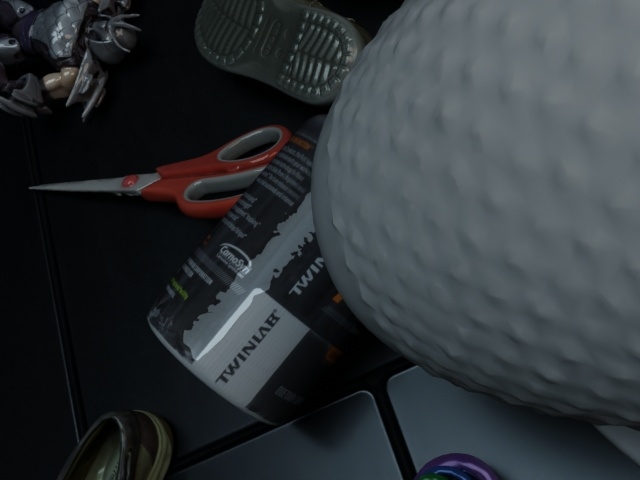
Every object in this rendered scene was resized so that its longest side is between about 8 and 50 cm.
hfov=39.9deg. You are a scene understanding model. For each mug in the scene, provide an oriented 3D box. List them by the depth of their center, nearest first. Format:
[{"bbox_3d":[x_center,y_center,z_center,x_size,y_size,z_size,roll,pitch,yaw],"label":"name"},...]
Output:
[{"bbox_3d":[0.186,-0.003,0.444,0.328,0.374,0.276,-15,23,48],"label":"mug"}]

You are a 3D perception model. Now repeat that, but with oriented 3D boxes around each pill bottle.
[{"bbox_3d":[0.000,0.000,0.633,0.130,0.130,0.245,38,88,31],"label":"pill bottle"}]

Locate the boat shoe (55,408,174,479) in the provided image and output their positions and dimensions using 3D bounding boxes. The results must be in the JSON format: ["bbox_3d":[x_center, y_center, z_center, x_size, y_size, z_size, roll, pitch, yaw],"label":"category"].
[{"bbox_3d":[-0.188,0.227,0.655,0.080,0.073,0.223,19,77,29],"label":"boat shoe"}]

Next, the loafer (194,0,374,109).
[{"bbox_3d":[-0.025,-0.165,0.748,0.251,0.087,0.094,44,110,44],"label":"loafer"}]

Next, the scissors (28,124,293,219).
[{"bbox_3d":[-0.154,-0.044,0.761,0.297,0.021,0.109,-9,40,20],"label":"scissors"}]

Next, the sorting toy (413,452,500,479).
[{"bbox_3d":[-0.040,0.255,0.549,0.365,0.126,0.127,-40,59,5],"label":"sorting toy"}]

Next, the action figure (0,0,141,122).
[{"bbox_3d":[-0.300,-0.206,0.875,0.285,0.099,0.185,6,63,22],"label":"action figure"}]
